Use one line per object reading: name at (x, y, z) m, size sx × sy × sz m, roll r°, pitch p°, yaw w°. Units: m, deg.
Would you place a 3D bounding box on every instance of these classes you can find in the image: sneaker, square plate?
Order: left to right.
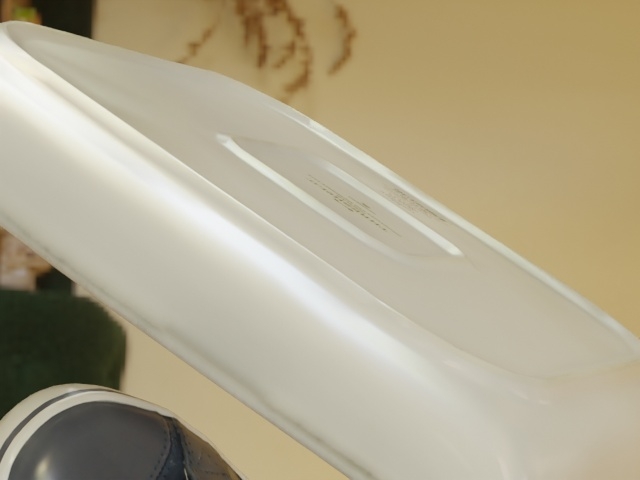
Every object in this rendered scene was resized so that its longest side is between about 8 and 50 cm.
sneaker at (-0.030, 0.198, 0.719) m, size 0.127 × 0.126 × 0.321 m, roll 6°, pitch -44°, yaw 54°
square plate at (0.000, 0.000, 0.649) m, size 0.049 × 0.347 × 0.344 m, roll -60°, pitch 158°, yaw 12°
